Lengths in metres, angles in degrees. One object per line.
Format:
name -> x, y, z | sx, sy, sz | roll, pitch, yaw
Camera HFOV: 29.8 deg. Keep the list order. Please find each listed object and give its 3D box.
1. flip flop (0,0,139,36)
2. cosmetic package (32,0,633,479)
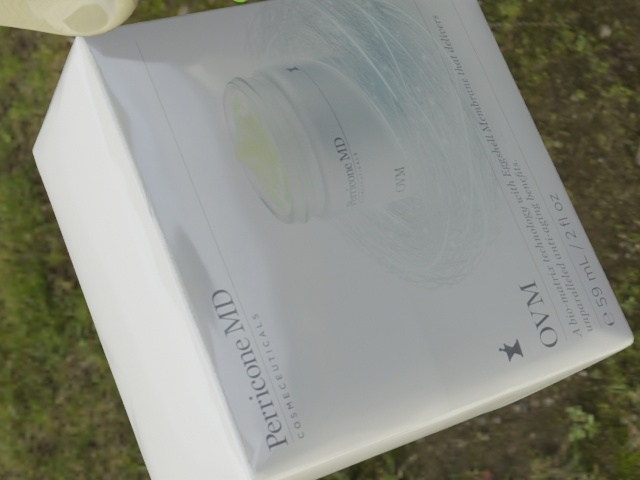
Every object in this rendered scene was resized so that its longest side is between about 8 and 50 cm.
flip flop -> -0.207, -0.100, 0.454 | 0.112, 0.277, 0.080 | 102, 174, -70
cosmetic package -> 0.000, 0.000, 0.625 | 0.224, 0.224, 0.138 | 67, 153, 12
